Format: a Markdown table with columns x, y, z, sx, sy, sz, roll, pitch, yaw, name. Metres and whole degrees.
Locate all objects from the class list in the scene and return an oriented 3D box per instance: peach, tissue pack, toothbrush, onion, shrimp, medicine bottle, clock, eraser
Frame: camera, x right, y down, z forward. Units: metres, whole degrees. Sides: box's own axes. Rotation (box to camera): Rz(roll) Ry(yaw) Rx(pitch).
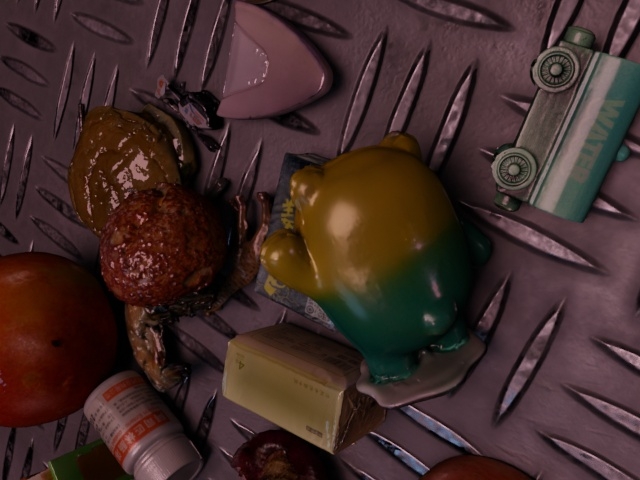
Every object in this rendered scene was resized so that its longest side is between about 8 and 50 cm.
| x | y | z | sx | sy | sz | roll | pitch | yaw | name |
| --- | --- | --- | --- | --- | --- | --- | --- | --- | --- |
| -0.622 | 0.208 | 1.336 | 0.389 | 0.388 | 0.387 | 4 | 97 | 34 | peach |
| 0.000 | 0.000 | 1.063 | 0.185 | 0.081 | 0.256 | 23 | 108 | 29 | tissue pack |
| -0.268 | -0.023 | 1.275 | 0.030 | 0.030 | 0.297 | 50 | 120 | 10 | toothbrush |
| -0.064 | 0.441 | 1.133 | 0.195 | 0.140 | 0.218 | 41 | 151 | 31 | onion |
| -0.292 | 0.179 | 1.262 | 0.365 | 0.071 | 0.233 | -17 | 83 | 47 | shrimp |
| -0.020 | 0.233 | 1.055 | 0.234 | 0.159 | 0.125 | 16 | 104 | 32 | tissue pack |
| -0.361 | 0.398 | 1.318 | 0.252 | 0.145 | 0.144 | 44 | 117 | 21 | medicine bottle |
| -0.531 | 0.519 | 1.399 | 0.255 | 0.220 | 0.106 | -33 | 78 | 33 | clock |
| -0.072 | -0.288 | 1.094 | 0.243 | 0.059 | 0.204 | 23 | 107 | 34 | eraser |

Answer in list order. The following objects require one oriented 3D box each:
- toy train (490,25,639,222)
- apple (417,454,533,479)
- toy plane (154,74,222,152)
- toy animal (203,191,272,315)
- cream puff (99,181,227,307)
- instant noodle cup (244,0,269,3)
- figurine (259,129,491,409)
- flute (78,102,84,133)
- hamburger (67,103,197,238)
| x | y | z | sx | sy | sz | roll | pitch | yaw | name |
| --- | --- | --- | --- | --- | --- | --- | --- | --- | --- |
| 0.320 | -0.139 | 0.832 | 0.159 | 0.101 | 0.248 | 25 | 110 | 13 | toy train |
| 0.212 | 0.481 | 0.923 | 0.251 | 0.163 | 0.292 | 14 | 104 | 34 | apple |
| -0.250 | -0.256 | 1.226 | 0.197 | 0.053 | 0.078 | 42 | 125 | 19 | toy plane |
| -0.149 | 0.032 | 1.187 | 0.149 | 0.054 | 0.275 | 26 | 110 | 32 | toy animal |
| -0.282 | -0.002 | 1.127 | 0.240 | 0.240 | 0.164 | 3 | 141 | 34 | cream puff |
| -0.147 | -0.516 | 1.052 | 0.216 | 0.172 | 0.215 | 4 | 97 | 35 | instant noodle cup |
| 0.092 | 0.032 | 0.879 | 0.231 | 0.324 | 0.339 | 19 | 133 | 66 | figurine |
| -0.532 | -0.173 | 1.449 | 0.014 | 0.014 | 0.269 | 2 | 96 | 34 | flute |
| -0.387 | -0.130 | 1.282 | 0.266 | 0.134 | 0.284 | 33 | 114 | 29 | hamburger |
